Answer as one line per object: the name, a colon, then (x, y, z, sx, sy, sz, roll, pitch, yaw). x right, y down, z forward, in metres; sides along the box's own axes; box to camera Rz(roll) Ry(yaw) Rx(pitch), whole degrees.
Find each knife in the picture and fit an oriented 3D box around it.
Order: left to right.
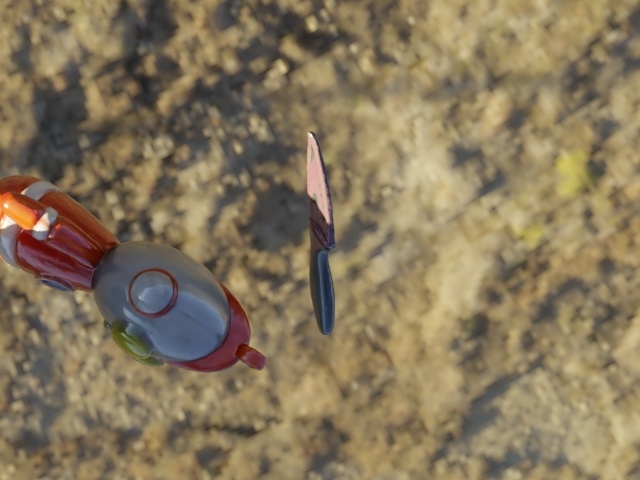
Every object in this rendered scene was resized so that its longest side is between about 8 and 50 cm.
knife: (0.000, 0.000, 1.667, 0.018, 0.035, 0.247, -26, 138, -22)

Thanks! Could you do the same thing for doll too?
doll: (-0.194, 0.033, 1.657, 0.105, 0.336, 0.200, -60, 170, -10)
